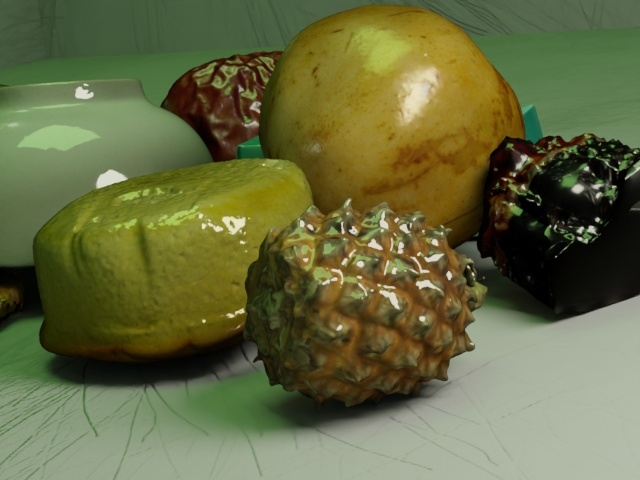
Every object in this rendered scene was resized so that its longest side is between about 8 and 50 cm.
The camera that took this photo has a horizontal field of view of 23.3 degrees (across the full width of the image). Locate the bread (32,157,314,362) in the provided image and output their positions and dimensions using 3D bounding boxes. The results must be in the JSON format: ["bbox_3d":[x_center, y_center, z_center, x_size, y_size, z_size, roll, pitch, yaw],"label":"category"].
[{"bbox_3d":[-0.125,0.020,1.373,0.269,0.148,0.270,-11,12,2],"label":"bread"}]

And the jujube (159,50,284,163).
[{"bbox_3d":[-0.085,-0.148,1.991,0.213,0.213,0.232,3,18,38],"label":"jujube"}]

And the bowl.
[{"bbox_3d":[-0.274,-0.077,1.684,0.353,0.185,0.354,-4,4,0],"label":"bowl"}]

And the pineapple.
[{"bbox_3d":[0.042,0.045,1.167,0.193,0.166,0.166,-3,10,-26],"label":"pineapple"}]

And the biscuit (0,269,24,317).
[{"bbox_3d":[-0.421,0.071,1.557,0.254,0.035,0.254,-6,14,1],"label":"biscuit"}]

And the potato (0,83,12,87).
[{"bbox_3d":[-0.469,-0.157,2.155,0.255,0.112,0.269,30,37,27],"label":"potato"}]

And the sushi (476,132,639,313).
[{"bbox_3d":[0.219,-0.025,1.366,0.172,0.153,0.150,-33,43,-19],"label":"sushi"}]

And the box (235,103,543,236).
[{"bbox_3d":[0.083,-0.076,1.730,0.311,0.118,0.205,-1,15,19],"label":"box"}]

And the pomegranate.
[{"bbox_3d":[0.060,-0.097,1.489,0.264,0.264,0.264,-7,13,2],"label":"pomegranate"}]
